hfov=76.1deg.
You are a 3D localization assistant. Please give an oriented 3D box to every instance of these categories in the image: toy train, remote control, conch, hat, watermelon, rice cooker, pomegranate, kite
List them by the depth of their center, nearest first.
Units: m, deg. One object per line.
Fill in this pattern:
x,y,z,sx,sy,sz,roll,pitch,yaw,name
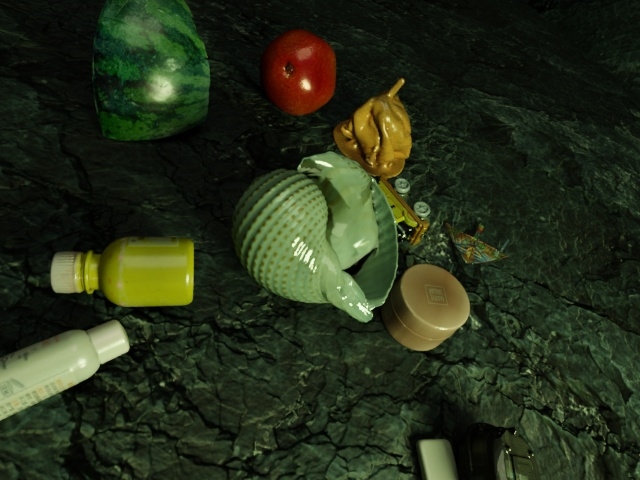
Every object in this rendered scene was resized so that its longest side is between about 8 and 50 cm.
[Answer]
0.206,0.451,0.638,0.067,0.029,0.261,7,49,-16,remote control
0.292,0.384,0.664,0.112,0.106,0.165,19,56,-23,rice cooker
-0.010,-0.001,0.799,0.303,0.215,0.319,-35,102,-30,conch
-0.363,-0.417,0.963,0.222,0.292,0.319,15,41,-3,watermelon
0.179,-0.071,0.999,0.127,0.089,0.219,-25,65,-22,toy train
0.400,0.008,1.062,0.183,0.010,0.160,30,53,9,kite
0.178,-0.342,1.112,0.233,0.233,0.244,32,51,5,hat
-0.054,-0.465,1.152,0.221,0.221,0.257,40,25,13,pomegranate

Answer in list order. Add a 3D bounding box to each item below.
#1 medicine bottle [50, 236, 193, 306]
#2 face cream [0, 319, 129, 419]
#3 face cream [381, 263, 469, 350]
-0.328,0.053,0.697,0.213,0.122,0.121,1,53,-18,medicine bottle
-0.416,0.194,0.584,0.269,0.082,0.082,-24,64,-33,face cream
0.210,0.136,0.833,0.149,0.104,0.149,10,51,-12,face cream
